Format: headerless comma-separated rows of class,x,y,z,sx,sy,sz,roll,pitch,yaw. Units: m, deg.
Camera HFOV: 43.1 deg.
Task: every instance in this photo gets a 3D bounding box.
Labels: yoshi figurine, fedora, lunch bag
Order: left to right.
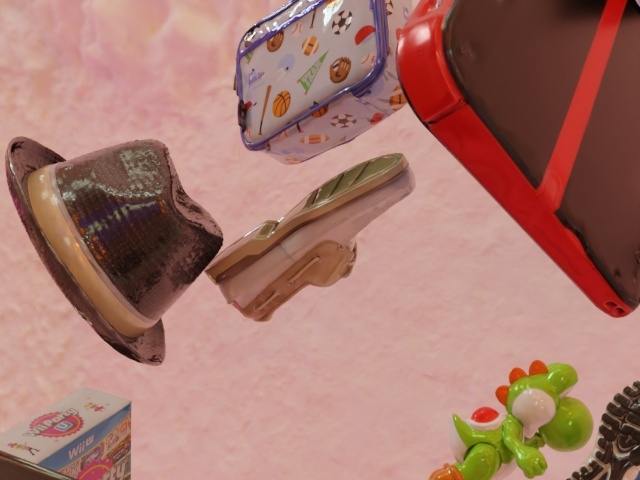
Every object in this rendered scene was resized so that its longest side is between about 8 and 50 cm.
fedora,-0.211,-0.020,0.930,0.152,0.334,0.334,-32,59,-1
lunch bag,-0.005,-0.258,1.180,0.303,0.115,0.243,-21,64,38
yoshi figurine,0.394,0.404,1.582,0.362,0.203,0.203,-43,37,-5

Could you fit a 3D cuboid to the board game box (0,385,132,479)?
board game box,-0.365,0.387,1.115,0.098,0.224,0.303,11,107,22

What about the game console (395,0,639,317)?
game console,0.246,-0.164,0.821,0.060,0.342,0.386,-20,32,46

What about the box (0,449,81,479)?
box,-0.123,0.213,0.497,0.242,0.307,0.076,-43,26,58

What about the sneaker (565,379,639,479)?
sneaker,0.551,0.380,1.444,0.130,0.147,0.330,40,98,38

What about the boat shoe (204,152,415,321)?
boat shoe,0.000,0.000,0.997,0.302,0.113,0.103,-30,103,28

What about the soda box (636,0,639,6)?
soda box,0.436,-0.338,0.976,0.071,0.210,0.067,0,74,8
